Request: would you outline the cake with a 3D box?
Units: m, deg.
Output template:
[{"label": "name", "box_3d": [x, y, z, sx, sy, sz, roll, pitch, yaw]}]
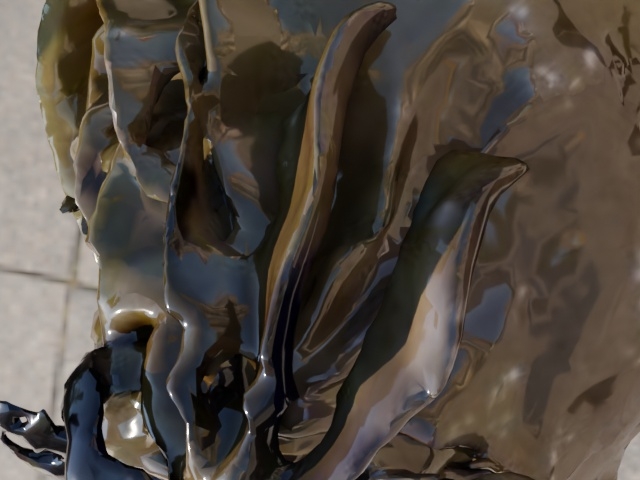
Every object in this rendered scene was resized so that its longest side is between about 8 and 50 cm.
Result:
[{"label": "cake", "box_3d": [-0.006, -0.006, 0.771, 0.332, 0.321, 0.332, 20, 129, 26]}]
